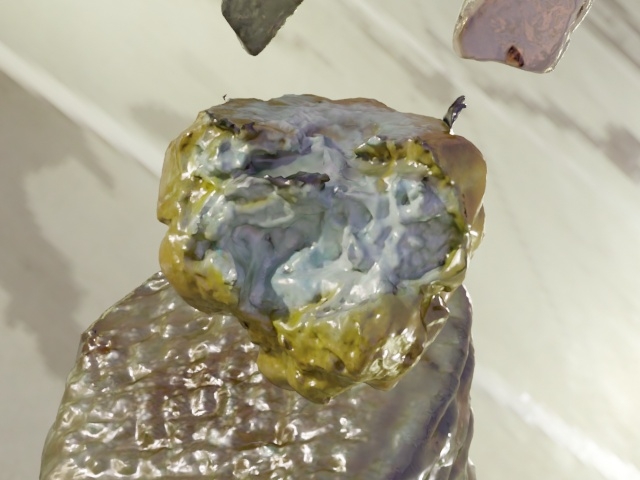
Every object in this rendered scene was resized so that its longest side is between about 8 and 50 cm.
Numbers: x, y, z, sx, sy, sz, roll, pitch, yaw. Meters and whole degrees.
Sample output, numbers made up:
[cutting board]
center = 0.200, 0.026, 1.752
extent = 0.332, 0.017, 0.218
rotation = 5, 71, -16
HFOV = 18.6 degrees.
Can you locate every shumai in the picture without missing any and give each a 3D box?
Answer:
[shumai]
center = -0.016, 0.207, 1.559
extent = 0.397, 0.324, 0.323
rotation = -64, 144, -34

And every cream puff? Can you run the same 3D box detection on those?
[cream puff]
center = 0.000, 0.001, 0.891
extent = 0.156, 0.156, 0.121
rotation = 44, 0, 3

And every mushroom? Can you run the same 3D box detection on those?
[mushroom]
center = 0.179, -0.219, 1.599
extent = 0.096, 0.108, 0.247
rotation = 39, 38, -15

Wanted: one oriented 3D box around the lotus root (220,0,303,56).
[lotus root]
center = -0.072, -0.237, 1.174
extent = 0.235, 0.138, 0.119
rotation = 57, 10, -18
